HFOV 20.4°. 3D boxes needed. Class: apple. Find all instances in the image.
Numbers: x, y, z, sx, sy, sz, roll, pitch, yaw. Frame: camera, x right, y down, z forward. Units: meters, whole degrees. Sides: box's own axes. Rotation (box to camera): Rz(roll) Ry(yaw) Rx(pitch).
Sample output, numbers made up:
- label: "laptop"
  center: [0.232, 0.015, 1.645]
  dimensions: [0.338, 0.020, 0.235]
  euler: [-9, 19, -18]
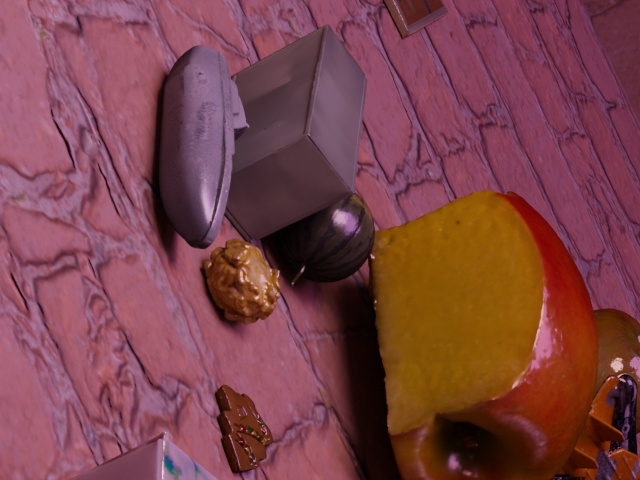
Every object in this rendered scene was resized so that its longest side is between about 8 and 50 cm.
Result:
- label: "apple"
  center: [0.398, 0.192, 2.475]
  dimensions: [0.182, 0.155, 0.182]
  euler: [40, 24, -22]

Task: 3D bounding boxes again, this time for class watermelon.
- label: "watermelon"
  center: [0.000, 0.000, 1.868]
  dimensions: [0.105, 0.105, 0.133]
  euler: [51, 50, -30]

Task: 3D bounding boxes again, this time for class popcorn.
- label: "popcorn"
  center: [-0.074, 0.038, 1.717]
  dimensions: [0.082, 0.057, 0.083]
  euler: [49, 30, -19]

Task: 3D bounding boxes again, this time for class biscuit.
- label: "biscuit"
  center: [-0.071, 0.176, 1.632]
  dimensions: [0.082, 0.016, 0.092]
  euler: [53, 24, -28]

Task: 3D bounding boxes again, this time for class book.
- label: "book"
  center: [0.121, -0.395, 2.647]
  dimensions: [0.170, 0.018, 0.242]
  euler: [63, 22, -6]

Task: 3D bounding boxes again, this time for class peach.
- label: "peach"
  center: [0.182, 0.112, 1.940]
  dimensions: [0.306, 0.242, 0.380]
  euler: [64, 11, -45]

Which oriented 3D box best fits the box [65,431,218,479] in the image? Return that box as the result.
- label: "box"
  center: [-0.099, 0.315, 1.292]
  dimensions: [0.203, 0.116, 0.274]
  euler: [45, 30, -38]

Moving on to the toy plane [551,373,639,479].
- label: "toy plane"
  center: [0.374, 0.330, 2.336]
  dimensions: [0.103, 0.204, 0.316]
  euler: [33, -21, 41]

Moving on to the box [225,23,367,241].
- label: "box"
  center: [-0.032, -0.115, 1.870]
  dimensions: [0.086, 0.129, 0.225]
  euler: [52, 26, -28]

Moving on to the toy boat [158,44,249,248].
- label: "toy boat"
  center: [-0.112, -0.087, 1.733]
  dimensions: [0.085, 0.078, 0.260]
  euler: [32, 34, -29]
